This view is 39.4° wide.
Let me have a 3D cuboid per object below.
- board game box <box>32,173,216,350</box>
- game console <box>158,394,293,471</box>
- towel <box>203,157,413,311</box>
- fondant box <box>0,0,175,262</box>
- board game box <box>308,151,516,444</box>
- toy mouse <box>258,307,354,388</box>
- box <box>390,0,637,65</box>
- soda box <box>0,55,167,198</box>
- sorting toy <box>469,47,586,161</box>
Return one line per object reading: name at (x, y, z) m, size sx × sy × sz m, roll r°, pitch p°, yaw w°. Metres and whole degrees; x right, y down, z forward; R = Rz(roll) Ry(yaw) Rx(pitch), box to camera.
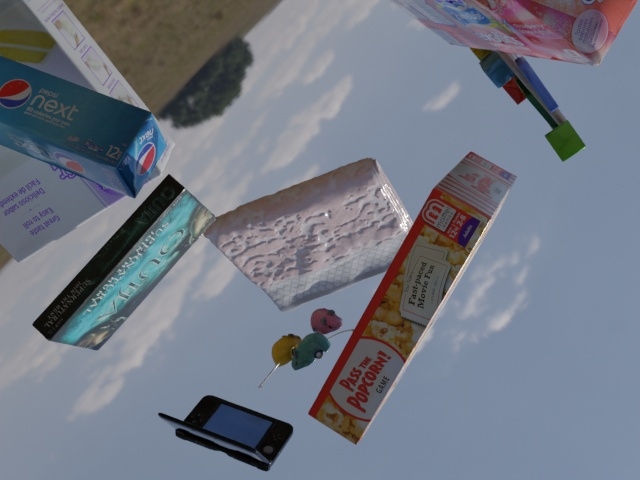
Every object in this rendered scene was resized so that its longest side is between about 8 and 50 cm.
board game box at (-0.185, 0.026, 0.873) m, size 0.186 × 0.026 × 0.126 m, roll -48°, pitch 167°, yaw -3°
game console at (-0.103, 0.205, 1.006) m, size 0.107 × 0.122 × 0.071 m, roll -49°, pitch 150°, yaw -50°
towel at (0.000, 0.000, 1.647) m, size 0.332 × 0.317 × 0.053 m, roll -21°, pitch -128°, yaw 13°
fondant box at (-0.373, -0.165, 1.076) m, size 0.238 × 0.330 × 0.096 m, roll -29°, pitch -154°, yaw 16°
board game box at (0.072, 0.038, 0.663) m, size 0.193 × 0.045 × 0.147 m, roll -63°, pitch 170°, yaw 21°
toy mouse at (-0.010, 0.133, 1.261) m, size 0.143 × 0.031 × 0.161 m, roll -22°, pitch -159°, yaw 43°
box at (0.172, -0.281, 0.876) m, size 0.142 × 0.154 × 0.300 m, roll -60°, pitch -157°, yaw 4°
soda box at (-0.269, -0.120, 0.915) m, size 0.071 × 0.210 × 0.067 m, roll -63°, pitch 165°, yaw -20°
sorting toy at (0.239, -0.210, 1.122) m, size 0.047 × 0.196 × 0.347 m, roll -35°, pitch -154°, yaw 17°
